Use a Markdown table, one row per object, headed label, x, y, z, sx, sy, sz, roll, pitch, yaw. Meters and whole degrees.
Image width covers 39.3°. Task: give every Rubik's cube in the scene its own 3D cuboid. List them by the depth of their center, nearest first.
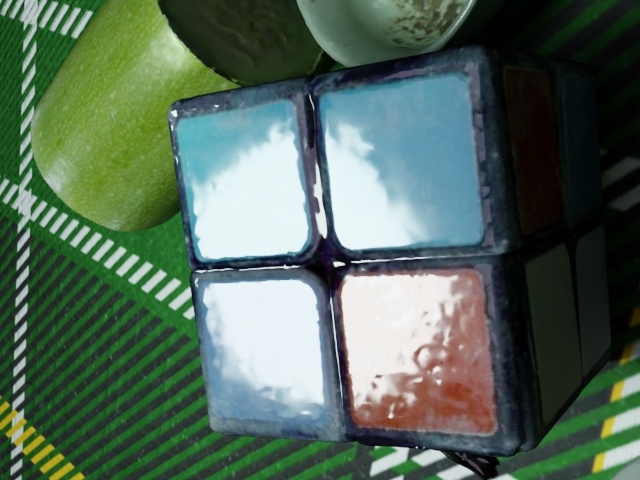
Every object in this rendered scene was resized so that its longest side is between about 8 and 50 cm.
| label | x | y | z | sx | sy | sz | roll | pitch | yaw |
| --- | --- | --- | --- | --- | --- | --- | --- | --- | --- |
| Rubik's cube | 0.080 | -0.002 | 0.842 | 0.318 | 0.313 | 0.316 | -4 | 95 | 30 |

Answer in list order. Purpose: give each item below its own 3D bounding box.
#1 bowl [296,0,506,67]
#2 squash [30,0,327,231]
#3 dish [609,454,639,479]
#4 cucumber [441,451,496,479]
| label | x | y | z | sx | sy | sz | roll | pitch | yaw |
| --- | --- | --- | --- | --- | --- | --- | --- | --- | --- |
| bowl | 0.110 | -0.318 | 0.926 | 0.289 | 0.146 | 0.290 | 13 | 108 | 46 |
| squash | -0.199 | -0.207 | 1.190 | 0.384 | 0.263 | 0.263 | -37 | 70 | 43 |
| dish | 0.338 | 0.333 | 0.808 | 0.273 | 0.133 | 0.274 | 11 | 106 | 46 |
| cucumber | 0.149 | 0.236 | 1.062 | 0.134 | 0.034 | 0.033 | 33 | 115 | 38 |
